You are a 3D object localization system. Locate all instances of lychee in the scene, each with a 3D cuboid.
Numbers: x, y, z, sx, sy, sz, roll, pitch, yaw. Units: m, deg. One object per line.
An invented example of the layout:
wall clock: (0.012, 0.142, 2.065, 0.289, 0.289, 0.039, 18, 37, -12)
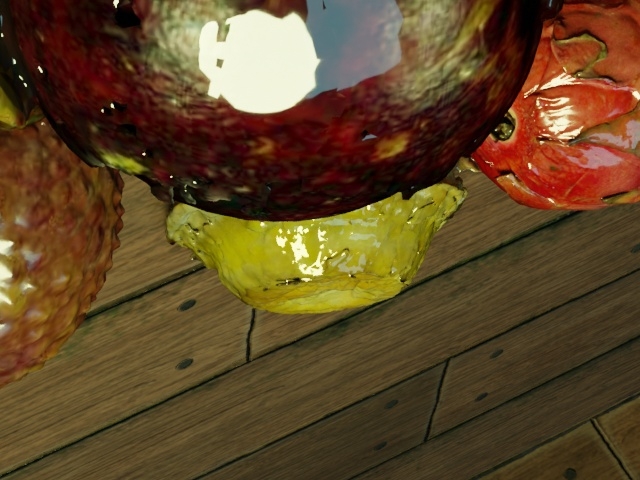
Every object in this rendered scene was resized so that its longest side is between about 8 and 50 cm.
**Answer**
lychee: (-0.258, -0.018, 1.312, 0.260, 0.260, 0.260, -26, 155, -13)

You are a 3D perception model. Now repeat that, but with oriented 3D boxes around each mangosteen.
mangosteen: (-0.060, -0.199, 1.062, 0.421, 0.381, 0.381, 10, 140, -14)

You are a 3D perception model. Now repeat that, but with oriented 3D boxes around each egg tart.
egg tart: (0.000, 0.000, 1.694, 0.294, 0.116, 0.295, -9, 167, -2)

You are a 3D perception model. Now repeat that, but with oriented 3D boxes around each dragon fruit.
dragon fruit: (0.239, -0.139, 1.686, 0.241, 0.241, 0.252, -49, -179, 33)
